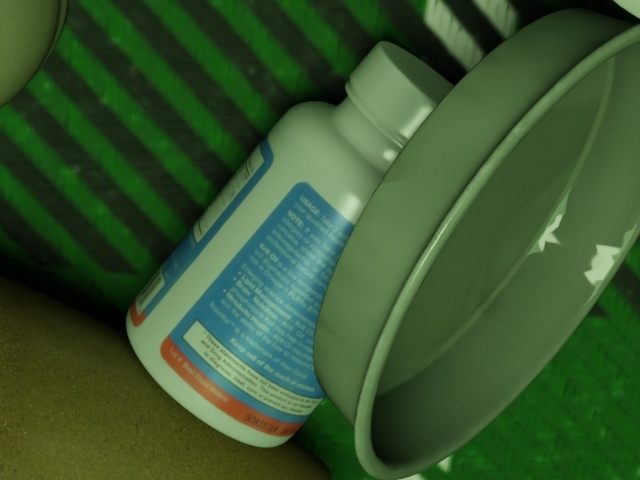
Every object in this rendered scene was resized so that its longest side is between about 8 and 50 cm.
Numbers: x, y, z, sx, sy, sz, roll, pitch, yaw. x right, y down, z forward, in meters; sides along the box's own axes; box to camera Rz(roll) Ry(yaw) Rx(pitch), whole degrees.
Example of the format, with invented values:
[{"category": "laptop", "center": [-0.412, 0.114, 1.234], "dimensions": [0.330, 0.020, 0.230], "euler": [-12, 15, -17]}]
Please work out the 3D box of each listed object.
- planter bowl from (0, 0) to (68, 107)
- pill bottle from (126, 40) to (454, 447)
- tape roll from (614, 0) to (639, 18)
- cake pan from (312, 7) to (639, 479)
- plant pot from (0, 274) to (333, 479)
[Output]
[{"category": "planter bowl", "center": [-0.224, -0.125, 1.056], "dimensions": [0.162, 0.109, 0.162], "euler": [0, 115, 0]}, {"category": "pill bottle", "center": [0.000, 0.000, 1.102], "dimensions": [0.124, 0.124, 0.221], "euler": [36, 106, -16]}, {"category": "tape roll", "center": [0.218, -0.235, 0.967], "dimensions": [0.246, 0.169, 0.246], "euler": [0, 115, 0]}, {"category": "cake pan", "center": [0.098, -0.004, 1.042], "dimensions": [0.054, 0.293, 0.293], "euler": [36, 116, 22]}, {"category": "plant pot", "center": [-0.127, 0.155, 1.145], "dimensions": [0.254, 0.237, 0.237], "euler": [16, 116, -23]}]
